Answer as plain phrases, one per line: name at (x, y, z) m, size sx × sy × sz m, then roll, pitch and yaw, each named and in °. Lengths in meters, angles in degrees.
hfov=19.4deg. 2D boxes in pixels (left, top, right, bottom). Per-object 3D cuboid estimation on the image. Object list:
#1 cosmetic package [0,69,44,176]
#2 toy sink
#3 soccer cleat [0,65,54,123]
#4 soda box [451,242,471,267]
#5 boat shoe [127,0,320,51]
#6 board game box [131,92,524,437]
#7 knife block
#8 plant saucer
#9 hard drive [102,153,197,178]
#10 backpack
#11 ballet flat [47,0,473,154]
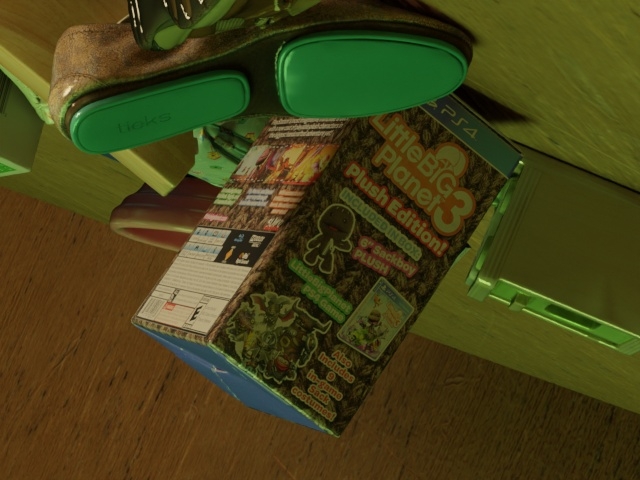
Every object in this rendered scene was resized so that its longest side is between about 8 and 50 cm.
cosmetic package at (-0.524, -0.172, 2.379) m, size 0.197 × 0.155 × 0.365 m, roll 25°, pitch 158°, yaw -37°
toy sink at (0.211, 0.007, 1.728) m, size 0.234 × 0.131 × 0.153 m, roll 23°, pitch 173°, yaw 3°
soccer cleat at (-0.328, -0.183, 2.248) m, size 0.068 × 0.076 × 0.196 m, roll 5°, pitch 167°, yaw 26°
soda box at (0.076, -0.035, 1.856) m, size 0.053 × 0.060 × 0.169 m, roll 27°, pitch -158°, yaw -48°
boat shoe at (-0.049, -0.193, 1.188) m, size 0.120 × 0.123 × 0.324 m, roll -7°, pitch -177°, yaw -14°
board game box at (0.000, 0.000, 1.616) m, size 0.141 × 0.291 × 0.232 m, roll 38°, pitch 169°, yaw -19°
knife block at (-0.228, -0.164, 1.440) m, size 0.242 × 0.276 × 0.088 m, roll -6°, pitch 178°, yaw -9°
plant saucer at (-0.126, -0.024, 2.618) m, size 0.332 × 0.084 × 0.332 m, roll 9°, pitch 174°, yaw 1°
hard drive at (-0.259, -0.141, 2.533) m, size 0.210 × 0.040 × 0.319 m, roll 23°, pitch 173°, yaw -1°
backpack at (-0.115, -0.125, 1.865) m, size 0.152 × 0.115 × 0.182 m, roll 13°, pitch 171°, yaw 43°
ballet flat at (-0.047, -0.145, 1.377) m, size 0.316 × 0.106 × 0.107 m, roll -8°, pitch 144°, yaw -13°
